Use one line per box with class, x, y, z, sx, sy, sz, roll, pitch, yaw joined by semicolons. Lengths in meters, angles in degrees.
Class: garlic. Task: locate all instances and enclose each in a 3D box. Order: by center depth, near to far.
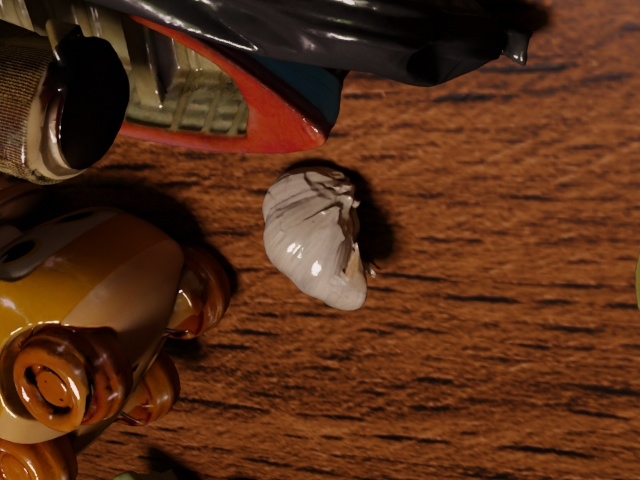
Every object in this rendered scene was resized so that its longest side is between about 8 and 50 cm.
garlic;-0.001;0.000;1.090;0.113;0.074;0.094;48;156;9

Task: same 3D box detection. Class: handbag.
handbag;-0.050;-0.155;0.878;0.332;0.191;0.075;17;100;24

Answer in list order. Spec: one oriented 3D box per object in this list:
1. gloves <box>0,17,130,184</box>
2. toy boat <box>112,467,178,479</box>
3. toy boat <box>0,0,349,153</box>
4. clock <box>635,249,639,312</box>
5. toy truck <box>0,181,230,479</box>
gloves;-0.296;-0.129;0.996;0.331;0.154;0.141;20;155;11
toy boat;-0.154;0.340;1.584;0.111;0.084;0.276;49;157;39
toy boat;-0.146;-0.139;1.043;0.392;0.079;0.136;17;139;27
clock;0.301;0.065;0.924;0.237;0.057;0.237;22;142;19
toy truck;-0.230;0.085;1.250;0.211;0.204;0.288;39;132;11
